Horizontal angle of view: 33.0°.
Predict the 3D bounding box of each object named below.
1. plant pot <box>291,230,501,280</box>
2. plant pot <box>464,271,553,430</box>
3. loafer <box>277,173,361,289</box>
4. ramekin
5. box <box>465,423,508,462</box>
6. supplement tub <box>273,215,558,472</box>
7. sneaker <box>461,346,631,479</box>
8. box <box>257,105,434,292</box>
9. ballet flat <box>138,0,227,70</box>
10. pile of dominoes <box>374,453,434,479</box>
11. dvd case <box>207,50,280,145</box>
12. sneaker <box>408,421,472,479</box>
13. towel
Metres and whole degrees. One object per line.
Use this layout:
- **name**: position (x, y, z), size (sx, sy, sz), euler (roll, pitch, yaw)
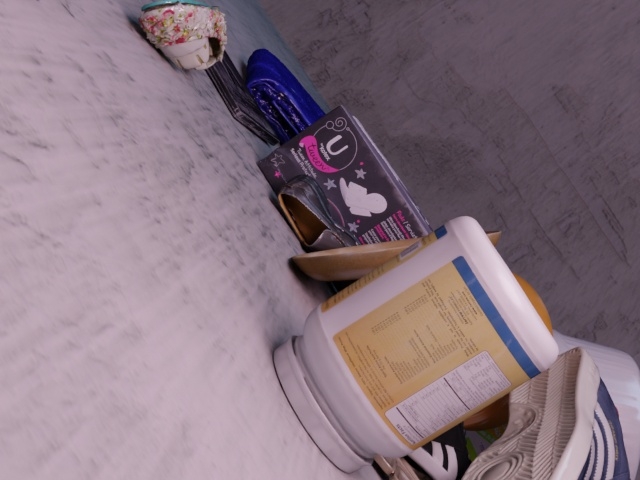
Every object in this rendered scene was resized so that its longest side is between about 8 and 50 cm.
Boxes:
- **plant pot**: position (0.086, 0.018, 1.213), size (0.236, 0.236, 0.032), euler (-11, 95, -81)
- **plant pot**: position (0.138, 0.113, 1.253), size (0.188, 0.205, 0.205), euler (18, 36, -53)
- **loafer**: position (0.000, 0.000, 1.337), size (0.170, 0.062, 0.061), euler (54, 30, 3)
- **ramekin**: position (0.353, 0.268, 1.520), size (0.277, 0.135, 0.277), euler (-170, -90, -90)
- **box**: position (0.223, 0.276, 1.334), size (0.103, 0.114, 0.203), euler (52, 8, -30)
- **supplement tub**: position (0.077, 0.088, 0.889), size (0.144, 0.200, 0.144), euler (55, 9, -13)
- **sneaker**: position (0.242, 0.241, 1.072), size (0.148, 0.131, 0.350), euler (60, 32, -8)
- **box**: position (0.053, -0.037, 1.451), size (0.247, 0.142, 0.163), euler (58, 8, 5)
- **ballet flat**: position (-0.150, -0.241, 1.280), size (0.241, 0.091, 0.077), euler (-48, 127, -78)
- **pile of dominoes**: position (0.121, 0.296, 1.007), size (0.251, 0.040, 0.196), euler (52, 5, 31)
- **dvd case**: position (-0.142, -0.246, 1.556), size (0.221, 0.018, 0.164), euler (60, 10, 16)
- **sneaker**: position (0.131, 0.172, 1.089), size (0.217, 0.121, 0.079), euler (44, 3, -43)
- **towel**: position (-0.041, -0.215, 1.832), size (0.227, 0.076, 0.308), euler (55, 8, -18)
